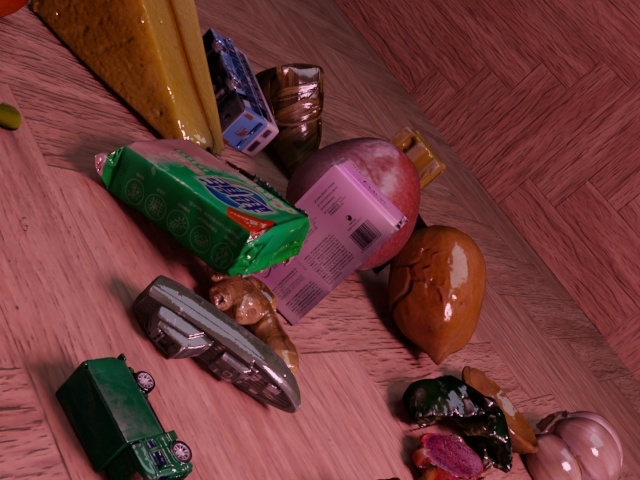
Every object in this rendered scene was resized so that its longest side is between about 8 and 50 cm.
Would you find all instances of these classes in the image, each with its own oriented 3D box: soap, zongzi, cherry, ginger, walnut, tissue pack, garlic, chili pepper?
[{"bbox_3d":[0.171,-0.152,1.841,0.135,0.233,0.076,53,17,15],"label":"soap"},{"bbox_3d":[-0.079,-0.254,1.761,0.134,0.288,0.286,-9,11,-18],"label":"zongzi"},{"bbox_3d":[-0.170,-0.052,1.136,0.273,0.098,0.218,34,28,20],"label":"soap"},{"bbox_3d":[0.076,-0.081,1.518,0.261,0.307,0.221,46,-23,5],"label":"cherry"},{"bbox_3d":[-0.102,0.113,1.123,0.133,0.059,0.214,32,25,-49],"label":"ginger"},{"bbox_3d":[0.230,0.105,1.531,0.203,0.203,0.298,31,50,-34],"label":"walnut"},{"bbox_3d":[0.000,0.000,1.243,0.148,0.246,0.092,47,22,1],"label":"tissue pack"},{"bbox_3d":[0.529,0.438,1.567,0.191,0.160,0.214,48,18,18],"label":"garlic"},{"bbox_3d":[0.250,0.298,1.341,0.264,0.116,0.148,31,11,-38],"label":"chili pepper"}]

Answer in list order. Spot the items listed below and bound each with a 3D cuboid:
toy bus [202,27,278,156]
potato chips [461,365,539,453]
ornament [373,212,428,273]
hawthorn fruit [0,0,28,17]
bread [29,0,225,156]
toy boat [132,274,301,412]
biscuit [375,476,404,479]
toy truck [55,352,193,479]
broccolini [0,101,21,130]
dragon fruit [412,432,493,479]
[{"bbox_3d":[-0.195,-0.321,1.643,0.131,0.106,0.297,27,30,-43],"label":"toy bus"},{"bbox_3d":[0.344,0.344,1.522,0.208,0.062,0.195,40,17,-13],"label":"potato chips"},{"bbox_3d":[0.191,-0.004,1.766,0.196,0.153,0.166,32,25,-53],"label":"ornament"},{"bbox_3d":[-0.501,-0.479,1.152,0.224,0.261,0.224,38,17,-13],"label":"hawthorn fruit"},{"bbox_3d":[-0.336,-0.305,1.429,0.233,0.245,0.362,-36,113,-70],"label":"bread"},{"bbox_3d":[-0.129,0.148,0.994,0.260,0.078,0.085,39,47,-14],"label":"toy boat"},{"bbox_3d":[0.127,0.429,0.891,0.332,0.103,0.332,30,26,-16],"label":"biscuit"},{"bbox_3d":[-0.198,0.195,0.794,0.147,0.065,0.079,54,25,19],"label":"toy truck"},{"bbox_3d":[-0.532,-0.193,0.896,0.074,0.079,0.392,45,12,26],"label":"broccolini"},{"bbox_3d":[0.198,0.363,1.228,0.126,0.068,0.112,-1,33,-45],"label":"dragon fruit"}]
